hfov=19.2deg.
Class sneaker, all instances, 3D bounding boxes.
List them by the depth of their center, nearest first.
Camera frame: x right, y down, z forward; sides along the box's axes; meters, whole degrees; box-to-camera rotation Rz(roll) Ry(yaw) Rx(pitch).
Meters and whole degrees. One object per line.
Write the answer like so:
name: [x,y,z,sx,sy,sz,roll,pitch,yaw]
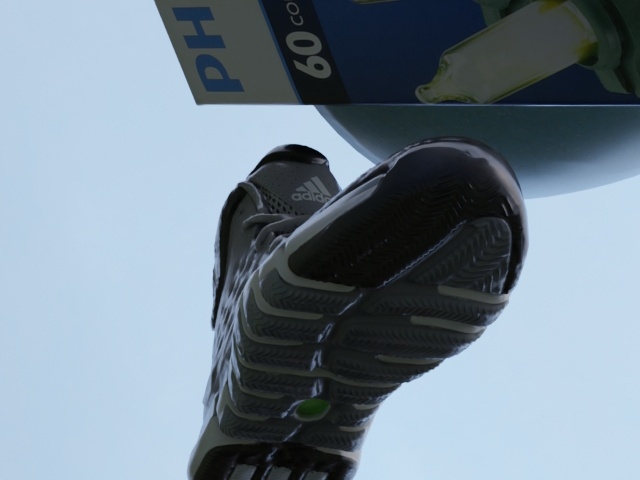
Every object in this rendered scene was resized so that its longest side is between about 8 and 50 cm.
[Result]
sneaker: [0.000,0.000,0.711,0.228,0.086,0.132,125,-31,-48]

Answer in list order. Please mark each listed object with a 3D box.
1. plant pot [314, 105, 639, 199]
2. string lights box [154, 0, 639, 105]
plant pot: [0.137,-0.160,0.819,0.195,0.290,0.290,4,-73,55]
string lights box: [0.063,-0.108,0.485,0.260,0.077,0.133,3,-54,38]
